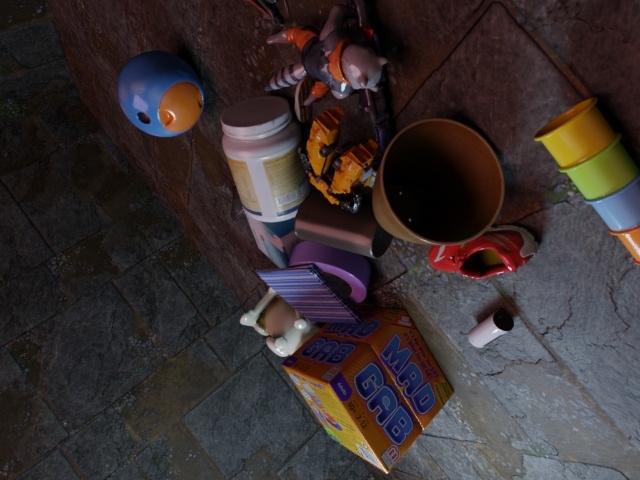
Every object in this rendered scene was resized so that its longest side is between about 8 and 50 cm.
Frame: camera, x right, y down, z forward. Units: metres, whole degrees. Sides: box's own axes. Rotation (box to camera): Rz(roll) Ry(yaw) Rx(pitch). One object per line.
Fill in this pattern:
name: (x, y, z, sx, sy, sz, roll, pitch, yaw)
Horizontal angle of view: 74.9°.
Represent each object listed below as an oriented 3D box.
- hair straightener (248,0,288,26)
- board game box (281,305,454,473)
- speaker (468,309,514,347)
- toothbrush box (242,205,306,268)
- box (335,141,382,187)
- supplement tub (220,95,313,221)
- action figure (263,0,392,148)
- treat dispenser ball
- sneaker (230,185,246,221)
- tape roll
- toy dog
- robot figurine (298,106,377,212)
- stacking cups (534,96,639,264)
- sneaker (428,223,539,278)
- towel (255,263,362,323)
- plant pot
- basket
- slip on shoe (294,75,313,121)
hair straightener: (-0.157, -0.600, 0.997, 0.230, 0.047, 0.089, 48, 153, 9)
board game box: (0.155, 0.478, 1.455, 0.356, 0.356, 0.356, 58, 153, -11)
speaker: (0.426, 0.223, 1.050, 0.055, 0.055, 0.136, 45, 152, 17)
toothbrush box: (-0.147, -0.018, 1.564, 0.295, 0.126, 0.216, 39, 152, 45)
box: (0.114, -0.186, 1.057, 0.169, 0.054, 0.059, 36, 149, 32)
supplement tub: (-0.154, -0.237, 1.233, 0.228, 0.228, 0.316, 31, 146, 37)
action figure: (0.026, -0.335, 0.894, 0.330, 0.178, 0.341, 27, 144, 57)
treat dispenser ball: (-0.561, -0.515, 1.480, 0.288, 0.288, 0.288, 38, 150, 27)
sneaker: (-0.317, -0.174, 1.733, 0.130, 0.109, 0.286, 58, 145, 4)
tape roll: (0.026, 0.111, 1.379, 0.275, 0.090, 0.275, 13, 148, 8)
toy dog: (-0.120, 0.442, 1.955, 0.408, 0.284, 0.395, 40, 164, 25)
robot figurine: (0.040, -0.176, 0.988, 0.211, 0.085, 0.291, 47, 167, 6)
stacking cups: (0.461, -0.063, 0.629, 0.316, 0.096, 0.096, 49, 154, -4)
sneaker: (0.323, 0.032, 0.911, 0.107, 0.118, 0.279, 57, 153, -7)
towel: (-0.031, 0.185, 1.411, 0.243, 0.040, 0.336, -7, 138, 37)
plant pot: (0.202, -0.093, 0.874, 0.237, 0.237, 0.254, 53, 168, 0)
basket: (0.077, -0.045, 1.160, 0.227, 0.204, 0.154, 22, 129, 32)
slip on shoe: (-0.048, -0.376, 1.100, 0.041, 0.051, 0.135, 54, 162, 26)
